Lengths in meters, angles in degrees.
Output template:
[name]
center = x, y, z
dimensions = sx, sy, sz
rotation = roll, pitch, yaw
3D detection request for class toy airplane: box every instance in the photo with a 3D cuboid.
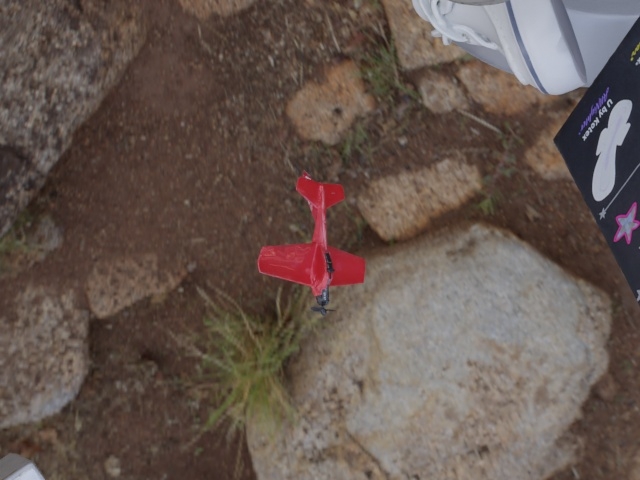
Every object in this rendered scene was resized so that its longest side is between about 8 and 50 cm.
[toy airplane]
center = 0.000, 0.000, 1.036
dimensions = 0.028, 0.151, 0.151
rotation = -16, 128, 42

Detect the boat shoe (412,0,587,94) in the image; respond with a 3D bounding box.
[boat shoe]
center = 0.102, -0.164, 0.682
dimensions = 0.084, 0.258, 0.095
rotation = -26, 124, 14

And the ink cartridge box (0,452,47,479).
[ink cartridge box]
center = -0.362, 0.293, 1.059
dimensions = 0.176, 0.371, 0.069
rotation = -36, 96, -21

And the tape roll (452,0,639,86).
[tape roll]
center = 0.199, -0.224, 0.884
dimensions = 0.219, 0.219, 0.072
rotation = 1, 135, -10

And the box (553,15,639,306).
[box]
center = 0.247, -0.023, 0.394
dimensions = 0.247, 0.142, 0.163
rotation = 15, 126, -21

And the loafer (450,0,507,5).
[loafer]
center = 0.149, -0.200, 0.396
dimensions = 0.319, 0.112, 0.111
rotation = -45, 142, -4
